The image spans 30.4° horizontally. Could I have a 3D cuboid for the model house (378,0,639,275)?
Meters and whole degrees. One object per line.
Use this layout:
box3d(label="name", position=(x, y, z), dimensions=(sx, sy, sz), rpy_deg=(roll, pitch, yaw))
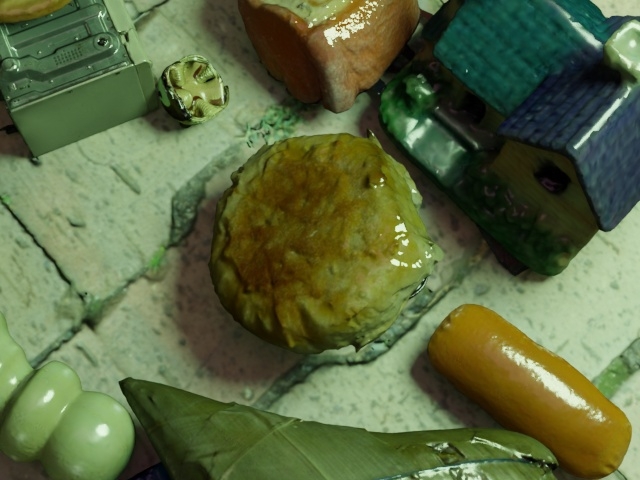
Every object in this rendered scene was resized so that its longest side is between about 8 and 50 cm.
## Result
box3d(label="model house", position=(0.239, -0.164, 1.248), dimensions=(0.245, 0.280, 0.312), rpy_deg=(-43, 81, -14))

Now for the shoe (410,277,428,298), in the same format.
box3d(label="shoe", position=(0.044, 0.040, 1.315), dimensions=(0.159, 0.053, 0.062), rpy_deg=(-5, 68, 0))

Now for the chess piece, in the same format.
box3d(label="chess piece", position=(-0.309, 0.169, 1.229), dimensions=(0.251, 0.144, 0.144), rpy_deg=(31, 74, 2))

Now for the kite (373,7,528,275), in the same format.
box3d(label="kite", position=(0.185, -0.133, 1.391), dimensions=(0.204, 0.022, 0.360), rpy_deg=(-43, 78, -14))

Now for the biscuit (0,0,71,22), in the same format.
box3d(label="biscuit", position=(-0.367, -0.326, 1.287), dimensions=(0.260, 0.041, 0.202), rpy_deg=(-4, 75, -2))

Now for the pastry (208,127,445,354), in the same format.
box3d(label="pastry", position=(-0.001, 0.006, 1.257), dimensions=(0.236, 0.121, 0.257), rpy_deg=(-31, 58, 15))

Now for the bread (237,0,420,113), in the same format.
box3d(label="bread", position=(0.021, -0.290, 1.383), dimensions=(0.190, 0.123, 0.244), rpy_deg=(30, 67, 25))

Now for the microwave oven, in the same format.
box3d(label="microwave oven", position=(-0.317, -0.247, 1.356), dimensions=(0.194, 0.145, 0.240), rpy_deg=(-22, 74, -11))

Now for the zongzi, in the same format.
box3d(label="zongzi", position=(0.027, 0.225, 1.204), dimensions=(0.356, 0.174, 0.393), rpy_deg=(-25, 62, -16))

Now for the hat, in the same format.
box3d(label="hat", position=(-0.153, -0.170, 1.374), dimensions=(0.076, 0.059, 0.077), rpy_deg=(-36, 95, -31))

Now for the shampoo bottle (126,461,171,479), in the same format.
box3d(label="shampoo bottle", position=(-0.150, 0.326, 1.214), dimensions=(0.087, 0.050, 0.183), rpy_deg=(-30, 75, -11))

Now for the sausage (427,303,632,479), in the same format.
box3d(label="sausage", position=(0.225, 0.160, 1.257), dimensions=(0.238, 0.098, 0.098), rpy_deg=(37, 75, 12))
